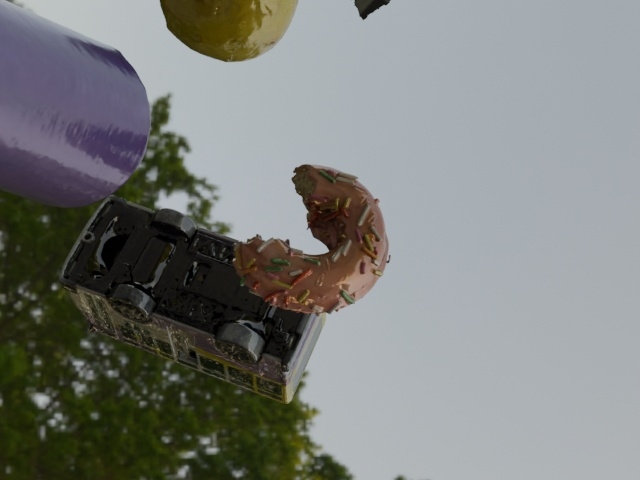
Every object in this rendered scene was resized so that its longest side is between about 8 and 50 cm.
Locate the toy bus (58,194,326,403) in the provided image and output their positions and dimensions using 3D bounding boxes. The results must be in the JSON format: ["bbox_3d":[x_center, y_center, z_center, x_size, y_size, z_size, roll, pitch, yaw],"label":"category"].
[{"bbox_3d":[-0.220,0.107,1.798,0.249,0.440,0.209,91,21,-60],"label":"toy bus"}]

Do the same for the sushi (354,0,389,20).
[{"bbox_3d":[0.104,-0.430,0.917,0.339,0.069,0.320,-30,-113,21],"label":"sushi"}]

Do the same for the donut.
[{"bbox_3d":[0.000,0.000,1.407,0.199,0.233,0.085,30,-28,10],"label":"donut"}]

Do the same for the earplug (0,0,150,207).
[{"bbox_3d":[-0.355,-0.160,1.029,0.215,0.456,0.215,-1,-94,12],"label":"earplug"}]

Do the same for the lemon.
[{"bbox_3d":[-0.159,-0.442,1.732,0.284,0.260,0.260,-40,-125,49],"label":"lemon"}]
